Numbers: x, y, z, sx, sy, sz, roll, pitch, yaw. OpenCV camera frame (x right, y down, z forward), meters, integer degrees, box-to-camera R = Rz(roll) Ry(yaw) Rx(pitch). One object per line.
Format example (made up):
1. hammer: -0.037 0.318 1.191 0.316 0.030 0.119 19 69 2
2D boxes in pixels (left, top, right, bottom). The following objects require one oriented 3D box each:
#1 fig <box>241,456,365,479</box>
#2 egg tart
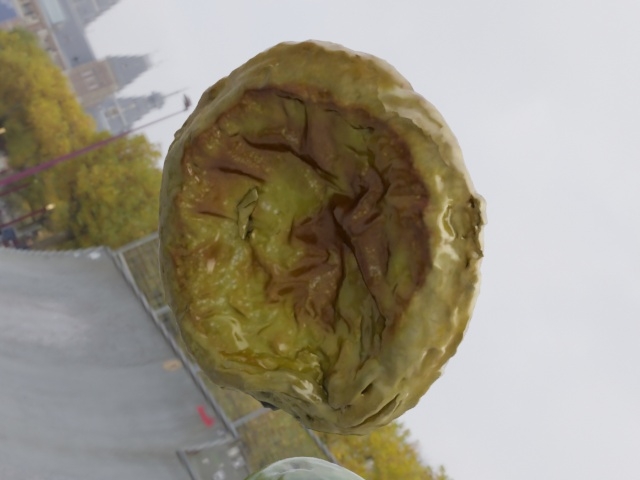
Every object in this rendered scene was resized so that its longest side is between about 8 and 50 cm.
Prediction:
1. fig: 0.033 0.302 0.739 0.275 0.206 0.206 19 -38 22
2. egg tart: 0.000 0.000 0.549 0.241 0.106 0.240 3 -85 35
